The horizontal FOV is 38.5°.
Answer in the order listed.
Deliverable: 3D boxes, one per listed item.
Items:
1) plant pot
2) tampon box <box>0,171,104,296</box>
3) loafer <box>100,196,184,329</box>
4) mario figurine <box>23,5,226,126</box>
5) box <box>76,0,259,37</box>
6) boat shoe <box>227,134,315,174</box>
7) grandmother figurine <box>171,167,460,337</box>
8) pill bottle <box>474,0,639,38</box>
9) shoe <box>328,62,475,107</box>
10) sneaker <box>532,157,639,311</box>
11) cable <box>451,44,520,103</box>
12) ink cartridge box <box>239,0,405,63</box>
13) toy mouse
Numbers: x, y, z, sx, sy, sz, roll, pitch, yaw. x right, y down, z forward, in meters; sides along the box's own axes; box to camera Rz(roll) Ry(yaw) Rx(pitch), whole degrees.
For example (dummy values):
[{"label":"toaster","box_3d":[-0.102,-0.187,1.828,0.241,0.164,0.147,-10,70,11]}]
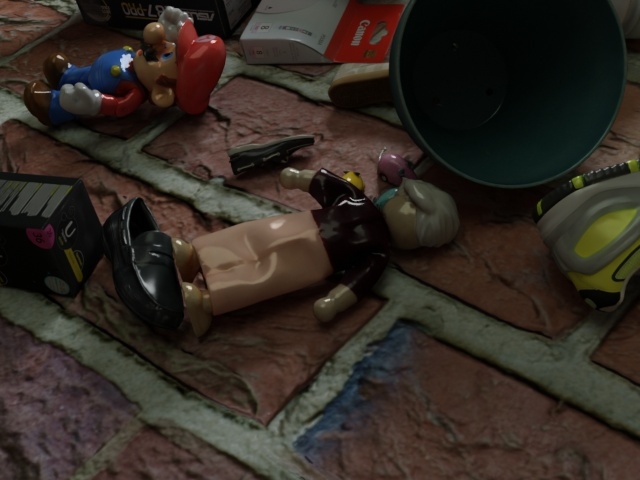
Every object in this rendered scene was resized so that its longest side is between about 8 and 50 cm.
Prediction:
[{"label":"plant pot","box_3d":[0.211,-0.213,1.174,0.290,0.290,0.195,-22,8,-9]},{"label":"tampon box","box_3d":[-0.379,-0.011,1.181,0.161,0.120,0.101,6,45,20]},{"label":"loafer","box_3d":[-0.214,0.024,1.126,0.078,0.076,0.223,-54,41,16]},{"label":"mario figurine","box_3d":[-0.298,-0.276,1.401,0.321,0.170,0.198,-7,77,18]},{"label":"box","box_3d":[-0.224,-0.533,1.716,0.318,0.097,0.395,12,49,22]},{"label":"boat shoe","box_3d":[-0.066,-0.121,1.283,0.125,0.038,0.046,-13,1,-8]},{"label":"grandmother figurine","box_3d":[0.000,0.000,1.101,0.342,0.104,0.207,-14,73,-6]},{"label":"pill bottle","box_3d":[0.344,-0.364,1.314,0.283,0.160,0.160,0,42,-10]},{"label":"shoe","box_3d":[0.119,-0.234,1.329,0.219,0.076,0.058,1,49,18]},{"label":"sneaker","box_3d":[0.433,-0.029,1.012,0.385,0.145,0.147,-17,77,-1]},{"label":"cable","box_3d":[0.273,-0.258,1.346,0.151,0.047,0.184,-26,48,-25]},{"label":"ink cartridge box","box_3d":[0.005,-0.363,1.511,0.232,0.066,0.189,1,44,20]},{"label":"toy mouse","box_3d":[0.089,-0.073,1.198,0.143,0.031,0.161,9,47,23]}]
